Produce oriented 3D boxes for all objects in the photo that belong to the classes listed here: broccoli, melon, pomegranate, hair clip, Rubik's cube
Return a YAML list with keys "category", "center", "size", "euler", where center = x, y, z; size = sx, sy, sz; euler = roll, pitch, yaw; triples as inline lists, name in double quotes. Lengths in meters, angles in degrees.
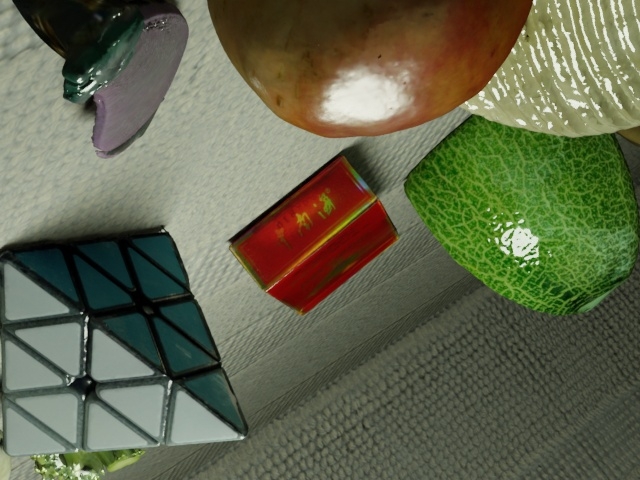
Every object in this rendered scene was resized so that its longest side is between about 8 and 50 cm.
- category: "broccoli"
  center: [-0.288, 0.209, 1.825]
  size: [0.198, 0.176, 0.226]
  euler: [-39, -177, -18]
- category: "melon"
  center: [0.351, -0.055, 2.293]
  size: [0.331, 0.343, 0.226]
  euler: [-40, 172, -3]
- category: "pomegranate"
  center: [0.038, -0.211, 1.106]
  size: [0.252, 0.229, 0.270]
  euler: [-29, 158, -8]
- category: "hair clip"
  center: [-0.159, -0.140, 1.170]
  size: [0.096, 0.110, 0.358]
  euler: [2, 174, 6]
- category: "Rubik's cube"
  center: [-0.229, 0.108, 1.565]
  size: [0.229, 0.233, 0.228]
  euler: [-8, 180, -19]

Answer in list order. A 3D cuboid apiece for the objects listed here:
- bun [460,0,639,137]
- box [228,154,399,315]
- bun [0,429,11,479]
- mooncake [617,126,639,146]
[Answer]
- category: "bun"
  center: [0.235, -0.246, 1.350]
  size: [0.362, 0.326, 0.234]
  euler: [-22, -137, 48]
- category: "box"
  center: [-0.001, 0.000, 2.063]
  size: [0.197, 0.089, 0.313]
  euler: [-40, 167, 0]
- category: "bun"
  center: [-0.464, 0.281, 1.654]
  size: [0.239, 0.141, 0.239]
  euler: [-43, 162, -17]
- category: "mooncake"
  center: [0.528, -0.263, 2.151]
  size: [0.284, 0.284, 0.155]
  euler: [-40, 171, 9]
